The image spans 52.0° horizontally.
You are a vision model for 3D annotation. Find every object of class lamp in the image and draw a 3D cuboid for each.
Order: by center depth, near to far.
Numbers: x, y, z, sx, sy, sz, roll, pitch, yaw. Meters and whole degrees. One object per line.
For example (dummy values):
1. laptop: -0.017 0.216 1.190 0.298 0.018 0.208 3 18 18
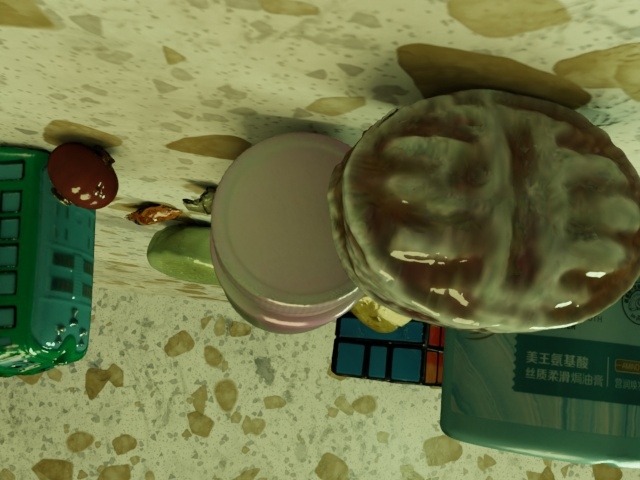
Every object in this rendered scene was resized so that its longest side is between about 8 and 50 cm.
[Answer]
1. lamp: -0.321 -0.087 0.889 0.101 0.090 0.101 47 177 3

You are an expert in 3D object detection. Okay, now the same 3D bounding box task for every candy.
1. candy: 0.148 -0.023 0.601 0.290 0.214 0.157 6 171 -13

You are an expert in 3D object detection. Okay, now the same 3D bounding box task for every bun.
1. bun: -0.248 0.025 1.376 0.221 0.108 0.221 12 163 4

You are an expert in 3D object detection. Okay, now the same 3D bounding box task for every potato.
1. potato: 0.102 0.081 1.339 0.158 0.178 0.203 28 177 -17

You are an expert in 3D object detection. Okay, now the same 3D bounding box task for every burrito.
1. burrito: -0.158 -0.055 1.078 0.051 0.042 0.171 -10 164 26

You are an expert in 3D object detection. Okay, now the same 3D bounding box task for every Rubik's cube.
1. Rubik's cube: 0.223 0.268 1.884 0.289 0.283 0.294 -1 165 31

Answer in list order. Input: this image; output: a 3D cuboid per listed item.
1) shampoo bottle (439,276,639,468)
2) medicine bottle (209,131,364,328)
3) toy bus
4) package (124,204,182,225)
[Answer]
1. shampoo bottle: 0.355 0.144 0.997 0.332 0.342 0.331 7 170 1
2. medicine bottle: -0.037 0.011 0.872 0.220 0.219 0.388 7 170 -3
3. toy bus: -0.445 0.036 0.973 0.200 0.343 0.183 -5 167 12
4. package: -0.324 -0.046 1.247 0.111 0.033 0.077 -10 151 42
